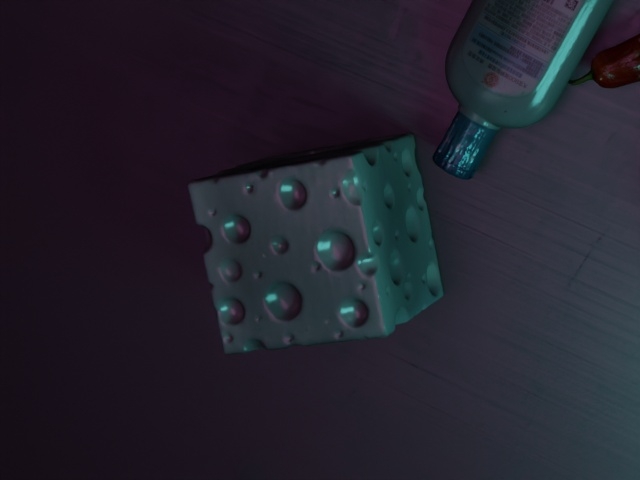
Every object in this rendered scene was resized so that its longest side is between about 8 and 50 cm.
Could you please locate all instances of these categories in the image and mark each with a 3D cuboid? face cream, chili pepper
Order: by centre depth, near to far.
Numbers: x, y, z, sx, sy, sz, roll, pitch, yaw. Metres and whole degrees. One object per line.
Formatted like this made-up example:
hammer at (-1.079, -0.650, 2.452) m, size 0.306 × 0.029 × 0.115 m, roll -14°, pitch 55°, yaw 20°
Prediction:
chili pepper at (0.399, -0.228, 1.824) m, size 0.191 × 0.050 × 0.059 m, roll -21°, pitch 84°, yaw 24°
face cream at (0.247, -0.235, 1.871) m, size 0.163 × 0.080 × 0.337 m, roll 33°, pitch 111°, yaw 17°

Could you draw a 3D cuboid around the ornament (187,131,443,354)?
ornament at (0.000, 0.000, 1.935) m, size 0.239 × 0.240 × 0.240 m, roll -9°, pitch 97°, yaw 24°
